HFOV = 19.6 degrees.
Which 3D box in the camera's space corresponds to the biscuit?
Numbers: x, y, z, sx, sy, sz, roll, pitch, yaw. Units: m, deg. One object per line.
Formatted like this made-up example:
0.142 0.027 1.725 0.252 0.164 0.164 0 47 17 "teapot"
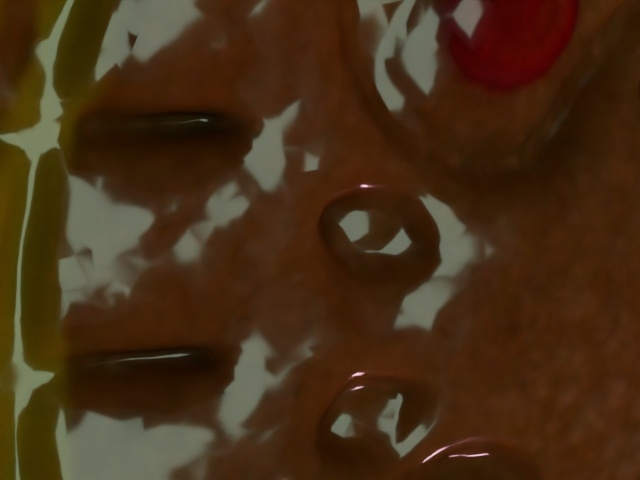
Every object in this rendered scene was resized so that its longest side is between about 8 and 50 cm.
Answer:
0.004 0.002 0.455 0.350 0.070 0.394 -8 104 -22 "biscuit"
